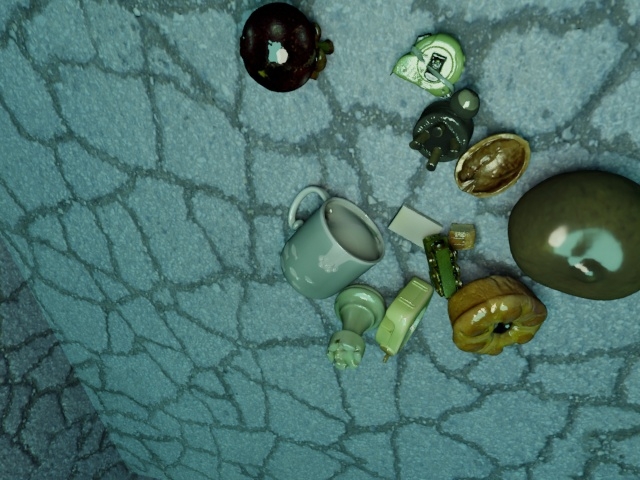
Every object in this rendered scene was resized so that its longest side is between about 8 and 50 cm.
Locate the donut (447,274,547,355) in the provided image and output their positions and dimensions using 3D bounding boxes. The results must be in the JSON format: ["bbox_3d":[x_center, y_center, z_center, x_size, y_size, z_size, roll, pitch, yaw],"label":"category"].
[{"bbox_3d":[0.550,0.239,1.354,0.300,0.150,0.317,-16,138,5],"label":"donut"}]

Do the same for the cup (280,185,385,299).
[{"bbox_3d":[0.000,0.000,1.427,0.274,0.260,0.356,-44,68,33],"label":"cup"}]

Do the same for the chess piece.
[{"bbox_3d":[0.116,0.307,1.510,0.195,0.299,0.194,8,121,14],"label":"chess piece"}]

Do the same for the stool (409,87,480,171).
[{"bbox_3d":[0.328,-0.300,1.159,0.154,0.139,0.227,20,141,18],"label":"stool"}]

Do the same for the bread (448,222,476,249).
[{"bbox_3d":[0.445,-0.010,1.351,0.084,0.076,0.070,0,116,17],"label":"bread"}]

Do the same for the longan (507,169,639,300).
[{"bbox_3d":[0.682,-0.012,1.122,0.362,0.361,0.360,8,121,14],"label":"longan"}]

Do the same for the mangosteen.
[{"bbox_3d":[-0.084,-0.520,1.166,0.266,0.228,0.228,-9,123,-20],"label":"mangosteen"}]

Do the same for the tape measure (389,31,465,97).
[{"bbox_3d":[0.298,-0.463,1.130,0.178,0.087,0.154,29,124,-2],"label":"tape measure"}]

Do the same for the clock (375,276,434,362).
[{"bbox_3d":[0.276,0.291,1.496,0.096,0.235,0.307,30,130,20],"label":"clock"}]

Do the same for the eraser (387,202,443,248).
[{"bbox_3d":[0.309,-0.046,1.407,0.151,0.023,0.103,30,124,0],"label":"eraser"}]

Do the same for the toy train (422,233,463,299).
[{"bbox_3d":[0.386,0.079,1.373,0.090,0.137,0.225,-18,118,3],"label":"toy train"}]

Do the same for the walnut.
[{"bbox_3d":[0.479,-0.219,1.211,0.211,0.087,0.167,-37,108,27],"label":"walnut"}]
